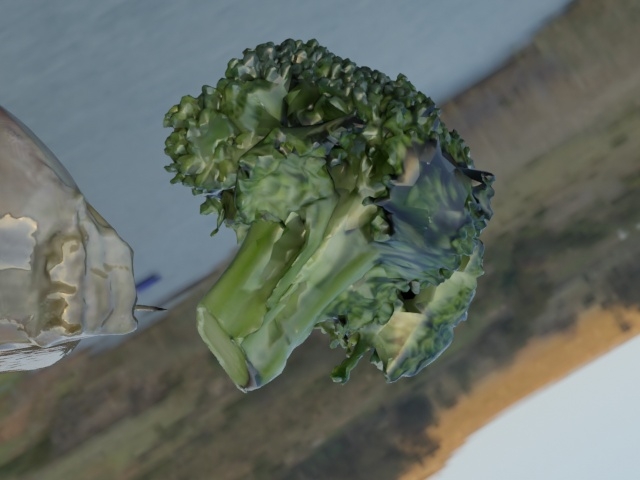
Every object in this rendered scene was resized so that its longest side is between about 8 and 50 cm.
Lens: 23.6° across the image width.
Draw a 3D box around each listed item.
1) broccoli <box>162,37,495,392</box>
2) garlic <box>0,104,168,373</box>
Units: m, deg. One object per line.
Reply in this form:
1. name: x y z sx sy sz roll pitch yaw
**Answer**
1. broccoli: 0.009 -0.024 1.404 0.317 0.277 0.338 -30 154 -50
2. garlic: -0.270 -0.005 1.253 0.246 0.231 0.340 -12 178 -2
